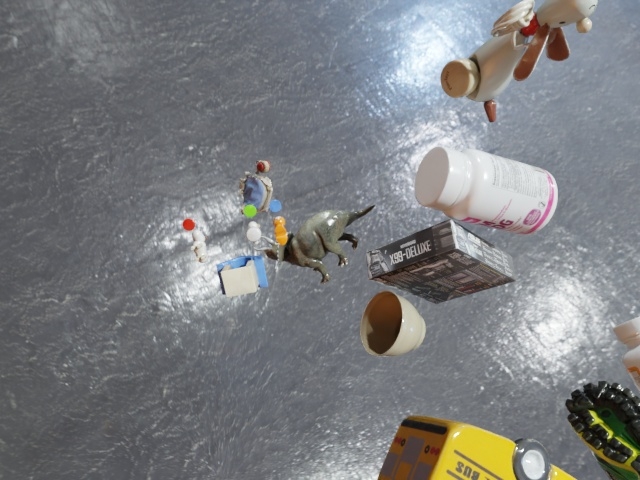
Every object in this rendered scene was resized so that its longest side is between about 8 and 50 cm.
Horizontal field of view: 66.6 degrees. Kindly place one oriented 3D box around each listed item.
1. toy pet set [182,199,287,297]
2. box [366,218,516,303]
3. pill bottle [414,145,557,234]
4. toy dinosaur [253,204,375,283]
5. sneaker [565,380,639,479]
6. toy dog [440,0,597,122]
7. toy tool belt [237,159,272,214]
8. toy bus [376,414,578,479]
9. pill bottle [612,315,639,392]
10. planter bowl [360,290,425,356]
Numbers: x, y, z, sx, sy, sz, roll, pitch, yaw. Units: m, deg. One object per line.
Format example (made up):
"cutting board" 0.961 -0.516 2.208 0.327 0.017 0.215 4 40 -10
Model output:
"toy pet set" -0.100 0.010 0.628 0.122 0.065 0.114 -11 101 0
"box" 0.303 0.066 1.215 0.308 0.242 0.076 22 55 -40
"pill bottle" 0.367 -0.113 1.095 0.283 0.160 0.160 11 62 -19
"toy dinosaur" 0.000 0.000 1.212 0.160 0.314 0.121 48 17 -26
"sneaker" 0.496 0.346 0.667 0.134 0.343 0.146 -35 114 8
"toy dog" 0.412 -0.366 1.021 0.220 0.334 0.161 -28 92 -16
"toy tool belt" -0.103 -0.083 0.761 0.052 0.083 0.051 18 20 32
"toy bus" 0.235 0.310 0.542 0.333 0.108 0.130 34 66 -10
"pill bottle" 0.710 0.272 0.986 0.136 0.136 0.245 -13 66 -17
"planter bowl" 0.190 0.217 1.215 0.109 0.162 0.162 20 59 -28
